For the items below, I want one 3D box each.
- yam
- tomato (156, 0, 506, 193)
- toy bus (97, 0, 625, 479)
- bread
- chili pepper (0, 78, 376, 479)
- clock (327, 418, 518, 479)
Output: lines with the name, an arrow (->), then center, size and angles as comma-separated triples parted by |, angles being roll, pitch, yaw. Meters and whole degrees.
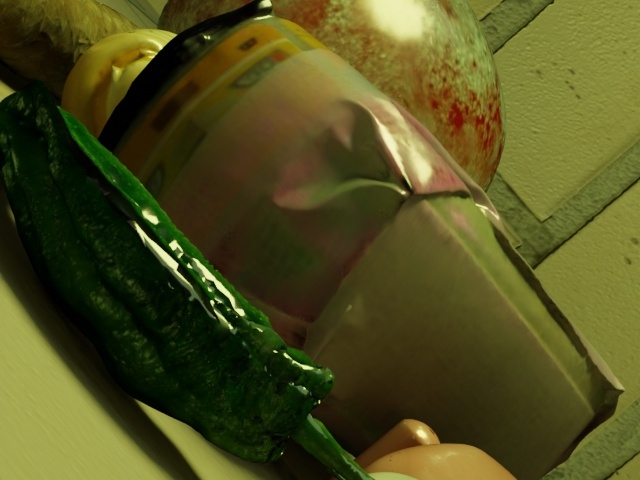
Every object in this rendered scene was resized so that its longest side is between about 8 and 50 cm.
yam -> -0.159, -0.124, 1.097 | 0.081, 0.081, 0.356 | 51, 5, 18
tomato -> 0.001, -0.112, 1.412 | 0.316, 0.282, 0.317 | 159, -90, -84
toy bus -> 0.036, 0.030, 0.940 | 0.162, 0.171, 0.386 | 35, -5, 33
bread -> -0.102, -0.064, 0.991 | 0.177, 0.084, 0.119 | -72, 146, -85
chili pepper -> -0.071, 0.021, 0.723 | 0.279, 0.065, 0.122 | 46, 7, 22
clock -> 0.067, 0.162, 0.790 | 0.166, 0.093, 0.162 | 50, 6, -4
